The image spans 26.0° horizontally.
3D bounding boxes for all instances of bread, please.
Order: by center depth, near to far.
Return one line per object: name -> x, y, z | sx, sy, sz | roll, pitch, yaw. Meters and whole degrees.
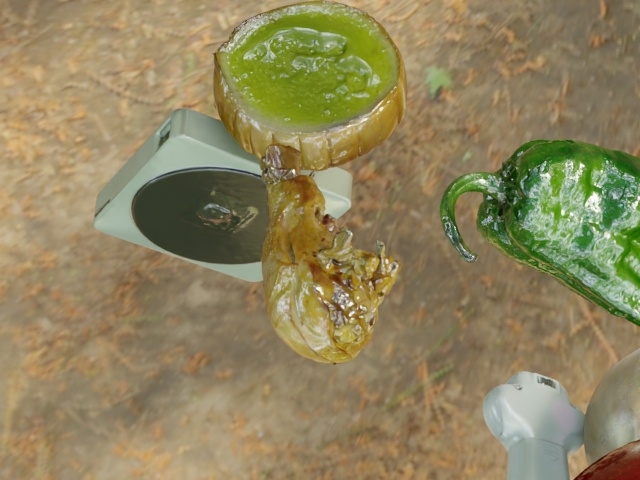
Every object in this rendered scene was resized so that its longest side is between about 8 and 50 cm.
bread -> -0.014, -0.186, 1.635 | 0.236, 0.236, 0.070 | 6, 145, 11

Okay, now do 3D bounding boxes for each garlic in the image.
garlic -> 0.300, 0.164, 1.160 | 0.112, 0.318, 0.143 | -20, 66, 37

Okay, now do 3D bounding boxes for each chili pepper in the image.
chili pepper -> 0.182, 0.014, 0.757 | 0.257, 0.074, 0.100 | 28, 87, -11

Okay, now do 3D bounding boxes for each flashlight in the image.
flashlight -> 0.172, 0.198, 1.104 | 0.093, 0.200, 0.047 | 19, 139, -18

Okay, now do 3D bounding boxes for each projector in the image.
projector -> -0.128, -0.057, 1.790 | 0.259, 0.079, 0.257 | 21, 144, -25

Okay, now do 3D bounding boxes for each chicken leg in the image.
chicken leg -> -0.003, 0.001, 1.131 | 0.101, 0.085, 0.207 | -33, 52, 25

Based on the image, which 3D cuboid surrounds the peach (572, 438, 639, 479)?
peach -> 0.234, 0.217, 0.909 | 0.197, 0.197, 0.197 | 3, 107, 12
